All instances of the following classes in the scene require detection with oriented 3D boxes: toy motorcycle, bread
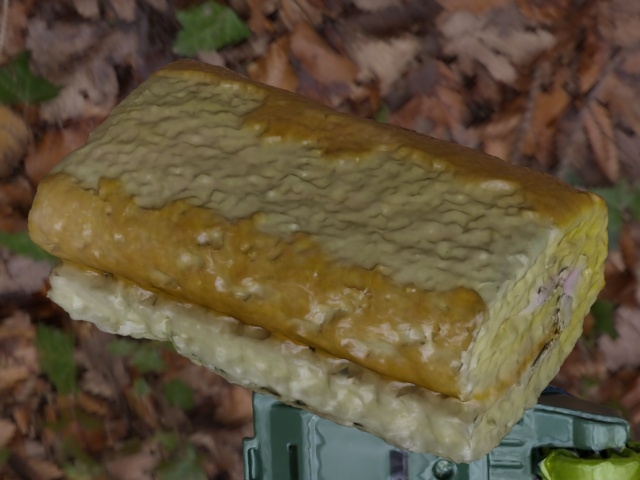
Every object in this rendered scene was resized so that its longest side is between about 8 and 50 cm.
[{"bbox_3d":[0.106,0.171,1.465,0.327,0.200,0.191,-1,98,7],"label":"toy motorcycle"},{"bbox_3d":[0.000,0.000,1.275,0.236,0.375,0.165,-47,146,-43],"label":"bread"}]
